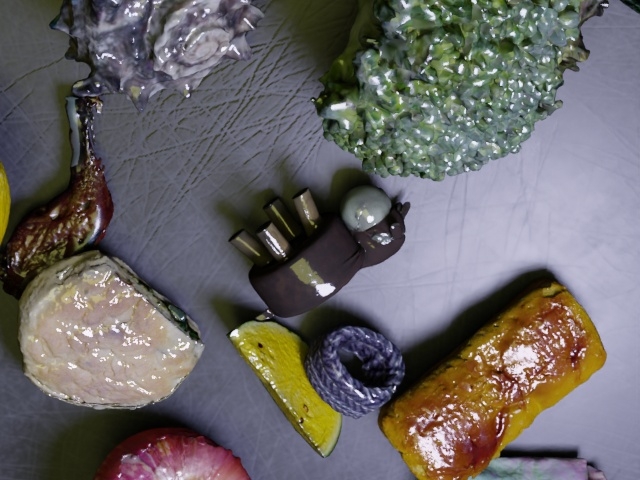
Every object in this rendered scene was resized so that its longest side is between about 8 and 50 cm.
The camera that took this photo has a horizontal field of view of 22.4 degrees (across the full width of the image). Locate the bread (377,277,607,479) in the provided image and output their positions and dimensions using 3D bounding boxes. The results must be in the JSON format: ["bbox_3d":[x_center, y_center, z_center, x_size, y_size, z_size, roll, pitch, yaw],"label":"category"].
[{"bbox_3d":[0.200,0.170,1.842,0.271,0.077,0.139,-37,98,-7],"label":"bread"}]

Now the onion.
[{"bbox_3d":[-0.183,0.332,1.868,0.230,0.163,0.230,8,75,-32],"label":"onion"}]

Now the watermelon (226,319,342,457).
[{"bbox_3d":[-0.029,0.155,1.852,0.075,0.092,0.181,-37,95,-6],"label":"watermelon"}]

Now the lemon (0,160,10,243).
[{"bbox_3d":[-0.440,-0.033,1.717,0.240,0.240,0.219,-33,135,7],"label":"lemon"}]

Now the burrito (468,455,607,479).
[{"bbox_3d":[0.230,0.320,1.906,0.229,0.089,0.144,0,109,1],"label":"burrito"}]

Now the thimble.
[{"bbox_3d":[0.039,0.143,1.841,0.095,0.066,0.104,-39,93,-37],"label":"thimble"}]

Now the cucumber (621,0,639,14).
[{"bbox_3d":[0.310,-0.308,1.755,0.215,0.052,0.058,41,72,-13],"label":"cucumber"}]

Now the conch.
[{"bbox_3d":[-0.149,-0.270,1.693,0.241,0.186,0.313,29,84,-36],"label":"conch"}]

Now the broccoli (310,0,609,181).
[{"bbox_3d":[0.142,-0.216,1.649,0.334,0.324,0.272,-13,84,-40],"label":"broccoli"}]

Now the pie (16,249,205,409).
[{"bbox_3d":[-0.250,0.114,1.826,0.185,0.052,0.218,-40,122,7],"label":"pie"}]

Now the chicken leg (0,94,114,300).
[{"bbox_3d":[-0.284,-0.042,1.809,0.106,0.051,0.253,24,100,-3],"label":"chicken leg"}]

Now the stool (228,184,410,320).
[{"bbox_3d":[0.000,0.000,1.794,0.217,0.125,0.121,-34,102,-3],"label":"stool"}]
